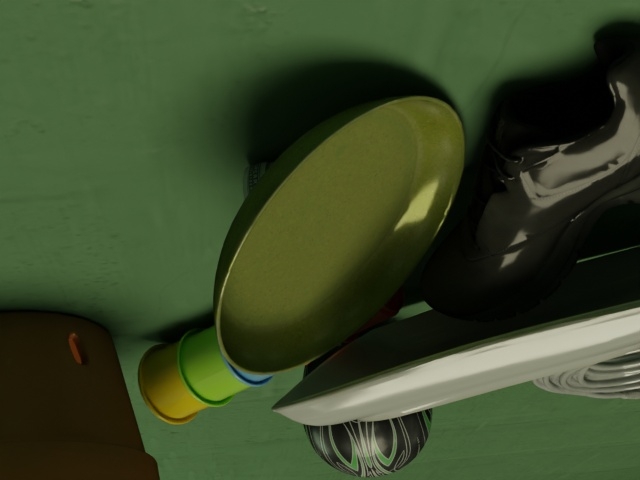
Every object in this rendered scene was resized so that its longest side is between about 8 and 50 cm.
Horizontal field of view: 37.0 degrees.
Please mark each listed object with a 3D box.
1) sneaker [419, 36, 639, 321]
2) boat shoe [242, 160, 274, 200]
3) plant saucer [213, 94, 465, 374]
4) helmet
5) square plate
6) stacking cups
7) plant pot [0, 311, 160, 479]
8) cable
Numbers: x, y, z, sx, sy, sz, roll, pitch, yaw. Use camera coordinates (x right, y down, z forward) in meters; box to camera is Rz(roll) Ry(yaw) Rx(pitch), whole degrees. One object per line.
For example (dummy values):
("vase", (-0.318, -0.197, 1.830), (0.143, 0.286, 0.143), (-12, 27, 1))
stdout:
("sneaker", (0.158, -0.046, 0.709), (0.130, 0.109, 0.286), (22, 129, -29))
("boat shoe", (0.000, 0.000, 0.799), (0.076, 0.080, 0.228), (-10, 149, 8))
("plant saucer", (0.010, -0.007, 0.694), (0.241, 0.037, 0.241), (-34, 148, -25))
("helmet", (0.054, 0.196, 1.123), (0.170, 0.161, 0.169), (-8, 173, -1))
("square plate", (0.168, 0.081, 0.869), (0.344, 0.049, 0.347), (-19, 180, 18))
("stacking cups", (-0.049, 0.106, 0.996), (0.316, 0.096, 0.096), (-25, 151, 32))
("plant pot", (-0.312, 0.201, 0.990), (0.291, 0.203, 0.291), (-6, 156, -3))
("cable", (0.373, 0.115, 1.147), (0.257, 0.089, 0.257), (3, 153, -22))
